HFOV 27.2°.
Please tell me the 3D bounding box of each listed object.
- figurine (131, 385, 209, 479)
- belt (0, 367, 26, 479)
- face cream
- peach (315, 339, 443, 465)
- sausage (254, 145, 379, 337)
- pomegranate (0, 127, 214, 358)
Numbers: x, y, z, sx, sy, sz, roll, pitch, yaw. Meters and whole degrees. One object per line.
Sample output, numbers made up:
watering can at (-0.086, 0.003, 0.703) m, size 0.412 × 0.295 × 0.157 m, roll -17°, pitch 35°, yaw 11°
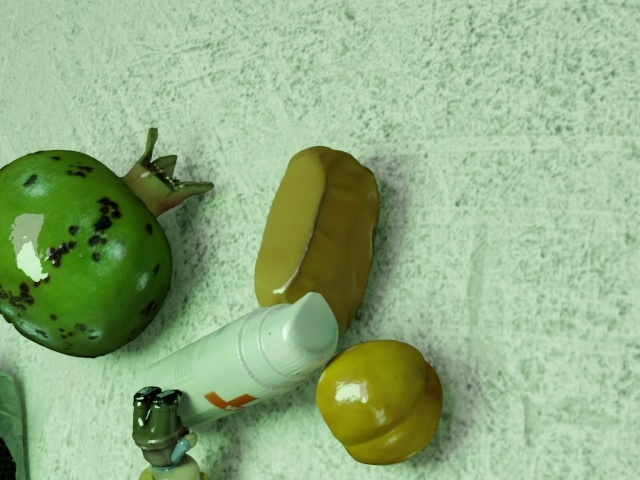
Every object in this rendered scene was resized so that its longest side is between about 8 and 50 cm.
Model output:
figurine at (-0.179, 0.267, 1.573) m, size 0.114 × 0.108 × 0.196 m, roll 0°, pitch 104°, yaw 32°
belt at (-0.501, 0.273, 1.813) m, size 0.164 × 0.184 × 0.289 m, roll -36°, pitch 51°, yaw 31°
face cream at (-0.098, 0.147, 1.540) m, size 0.345 × 0.102 × 0.102 m, roll -28°, pitch 51°, yaw 51°
peach at (0.067, 0.172, 1.446) m, size 0.138 × 0.138 × 0.138 m, roll -17°, pitch 59°, yaw 31°
sausage at (-0.001, 0.000, 1.582) m, size 0.120 × 0.136 × 0.241 m, roll -2°, pitch 69°, yaw 40°
pomegranate at (-0.302, -0.003, 1.741) m, size 0.323 × 0.291 × 0.291 m, roll -36°, pitch 50°, yaw 9°
